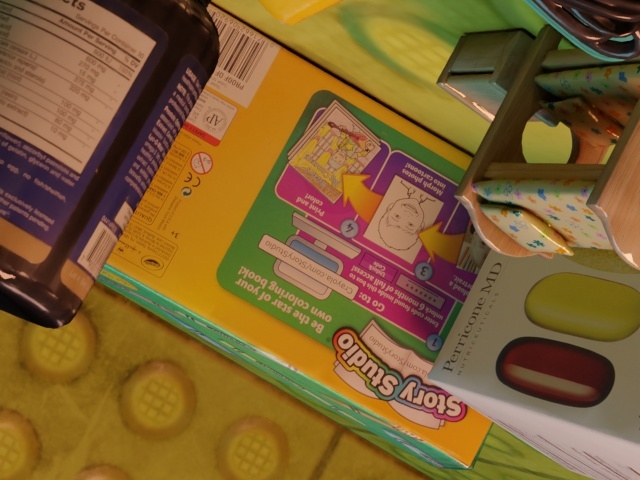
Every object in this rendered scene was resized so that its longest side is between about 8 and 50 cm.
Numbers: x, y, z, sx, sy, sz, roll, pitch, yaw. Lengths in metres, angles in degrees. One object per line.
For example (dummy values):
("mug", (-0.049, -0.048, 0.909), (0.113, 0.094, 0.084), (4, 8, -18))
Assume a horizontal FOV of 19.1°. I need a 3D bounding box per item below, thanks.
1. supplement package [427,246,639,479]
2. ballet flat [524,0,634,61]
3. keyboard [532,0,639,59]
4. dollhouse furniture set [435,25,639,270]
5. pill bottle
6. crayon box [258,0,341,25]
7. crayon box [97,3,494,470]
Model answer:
("supplement package", (0.200, 0.067, 1.012), (0.134, 0.139, 0.244), (34, 167, -35))
("ballet flat", (0.051, -0.137, 0.646), (0.188, 0.070, 0.070), (37, 167, -24))
("keyboard", (0.031, -0.134, 0.528), (0.317, 0.033, 0.201), (31, -148, -22))
("dollhouse furniture set", (0.147, -0.013, 0.874), (0.161, 0.101, 0.182), (33, 168, -24))
("pill bottle", (-0.125, -0.077, 0.939), (0.123, 0.219, 0.123), (27, 169, 6))
("crayon box", (-0.003, -0.162, 0.317), (0.323, 0.083, 0.203), (45, 149, -19))
("crayon box", (0.000, 0.000, 1.128), (0.278, 0.165, 0.081), (30, 169, -8))
